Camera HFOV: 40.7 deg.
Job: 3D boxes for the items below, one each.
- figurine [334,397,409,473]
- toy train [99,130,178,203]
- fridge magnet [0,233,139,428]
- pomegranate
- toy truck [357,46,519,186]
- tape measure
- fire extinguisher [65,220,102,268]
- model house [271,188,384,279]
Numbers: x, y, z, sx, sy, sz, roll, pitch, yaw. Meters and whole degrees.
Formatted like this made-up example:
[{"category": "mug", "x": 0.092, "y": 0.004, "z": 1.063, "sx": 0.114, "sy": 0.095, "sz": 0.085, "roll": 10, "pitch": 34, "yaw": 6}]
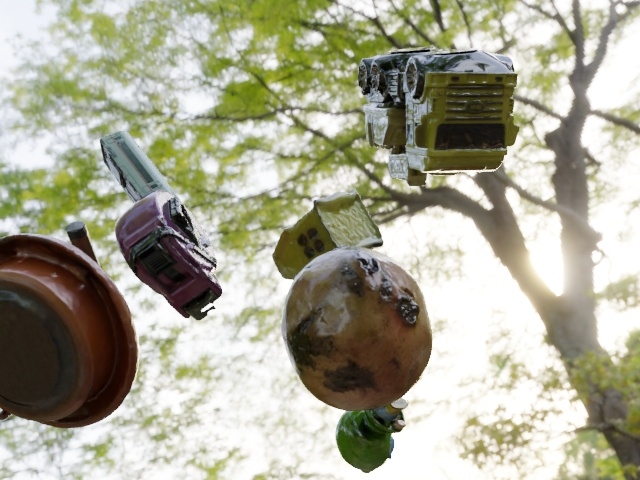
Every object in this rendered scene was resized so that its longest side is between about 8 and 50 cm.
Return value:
[{"category": "figurine", "x": 0.124, "y": 0.451, "z": 2.082, "sx": 0.143, "sy": 0.162, "sz": 0.263, "roll": -25, "pitch": -30, "yaw": -42}, {"category": "toy train", "x": -0.403, "y": -0.111, "z": 2.061, "sx": 0.088, "sy": 0.407, "sz": 0.087, "roll": -25, "pitch": -36, "yaw": -23}, {"category": "fridge magnet", "x": -0.479, "y": 0.164, "z": 1.481, "sx": 0.363, "sy": 0.364, "sz": 0.155, "roll": -35, "pitch": 3, "yaw": 26}, {"category": "pomegranate", "x": 0.073, "y": 0.170, "z": 1.694, "sx": 0.322, "sy": 0.322, "sz": 0.322, "roll": -16, "pitch": -27, "yaw": -9}, {"category": "toy truck", "x": 0.195, "y": -0.221, "z": 1.546, "sx": 0.180, "sy": 0.254, "sz": 0.405, "roll": -5, "pitch": 11, "yaw": -13}, {"category": "tape measure", "x": -0.308, "y": 0.017, "z": 1.808, "sx": 0.149, "sy": 0.232, "sz": 0.245, "roll": -34, "pitch": -53, "yaw": 12}, {"category": "fire extinguisher", "x": -0.559, "y": 0.038, "z": 2.065, "sx": 0.050, "sy": 0.062, "sz": 0.177, "roll": -16, "pitch": -57, "yaw": -7}, {"category": "model house", "x": 0.000, "y": 0.000, "z": 2.174, "sx": 0.234, "sy": 0.175, "sz": 0.193, "roll": -28, "pitch": -4, "yaw": 38}]
